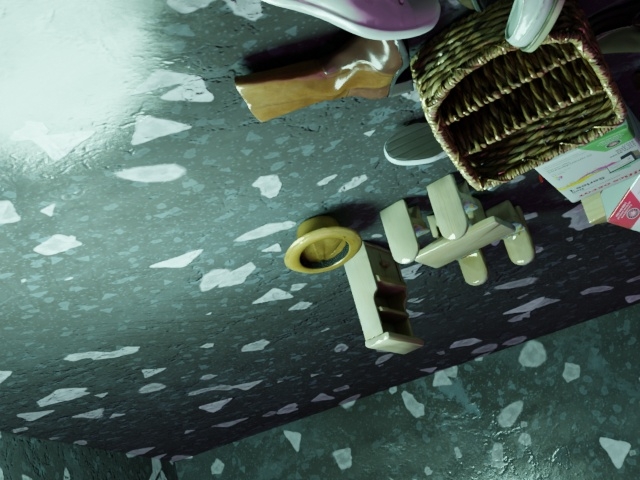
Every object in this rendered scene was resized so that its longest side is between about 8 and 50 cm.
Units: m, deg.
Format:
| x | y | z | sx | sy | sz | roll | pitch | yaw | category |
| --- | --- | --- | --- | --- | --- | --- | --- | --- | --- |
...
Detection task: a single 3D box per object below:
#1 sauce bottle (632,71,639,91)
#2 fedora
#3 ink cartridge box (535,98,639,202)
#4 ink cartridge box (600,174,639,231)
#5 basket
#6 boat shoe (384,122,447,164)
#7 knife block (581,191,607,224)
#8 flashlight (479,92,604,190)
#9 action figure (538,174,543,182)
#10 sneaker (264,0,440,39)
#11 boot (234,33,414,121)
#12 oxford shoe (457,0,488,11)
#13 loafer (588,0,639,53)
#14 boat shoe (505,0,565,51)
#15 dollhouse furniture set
| x | y | z | sx | sy | sz | roll | pitch | yaw | category |
| --- | --- | --- | --- | --- | --- | --- | --- | --- | --- |
| 0.680 | -0.320 | 2.009 | 0.128 | 0.042 | 0.042 | -11 | 158 | -18 | sauce bottle |
| 0.000 | 0.000 | 2.273 | 0.194 | 0.079 | 0.194 | -12 | 152 | -7 | fedora |
| 0.560 | -0.198 | 2.117 | 0.201 | 0.117 | 0.278 | -25 | 157 | 22 | ink cartridge box |
| 0.810 | -0.108 | 2.308 | 0.272 | 0.114 | 0.197 | 16 | 129 | -10 | ink cartridge box |
| 0.321 | -0.254 | 1.687 | 0.299 | 0.223 | 0.213 | -24 | 156 | 23 | basket |
| 0.232 | -0.188 | 1.966 | 0.226 | 0.083 | 0.076 | -16 | 161 | -5 | boat shoe |
| 0.783 | -0.148 | 2.425 | 0.275 | 0.088 | 0.242 | -12 | 157 | -8 | knife block |
| 0.414 | -0.223 | 1.969 | 0.103 | 0.103 | 0.304 | 2 | 143 | -49 | flashlight |
| 0.561 | -0.146 | 2.366 | 0.115 | 0.030 | 0.038 | -3 | 150 | -34 | action figure |
| 0.049 | -0.357 | 1.380 | 0.290 | 0.106 | 0.123 | 7 | 146 | -22 | sneaker |
| 0.000 | -0.289 | 1.617 | 0.280 | 0.096 | 0.264 | -10 | 166 | 5 | boot |
| 0.188 | -0.394 | 1.483 | 0.096 | 0.083 | 0.227 | 3 | 172 | 28 | oxford shoe |
| 0.537 | -0.361 | 1.762 | 0.220 | 0.078 | 0.080 | -23 | 157 | 19 | loafer |
| 0.312 | -0.407 | 1.462 | 0.103 | 0.113 | 0.302 | 8 | 137 | -7 | boat shoe |
| 0.275 | 0.073 | 2.393 | 0.394 | 0.257 | 0.362 | -27 | 155 | 28 | dollhouse furniture set |
